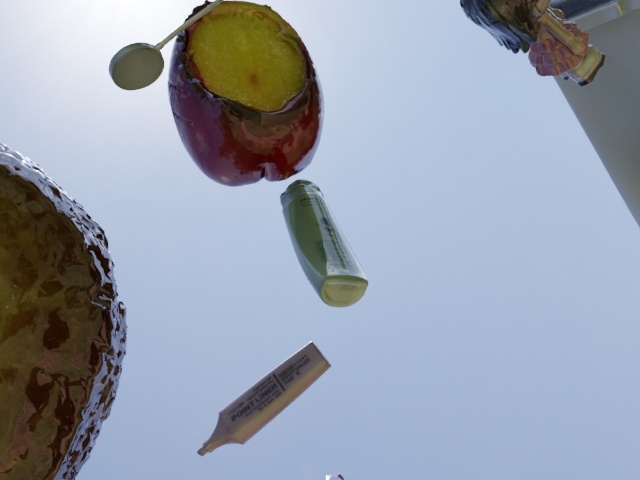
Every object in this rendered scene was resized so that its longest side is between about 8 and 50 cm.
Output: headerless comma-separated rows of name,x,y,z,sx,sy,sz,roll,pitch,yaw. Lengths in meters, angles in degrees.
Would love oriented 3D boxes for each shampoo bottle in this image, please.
shampoo bottle,0.000,0.000,1.113,0.072,0.212,0.049,2,-56,-19

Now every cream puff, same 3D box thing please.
cream puff,-0.271,0.069,0.570,0.303,0.212,0.303,2,-105,-6

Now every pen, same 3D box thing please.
pen,-0.075,0.201,1.142,0.197,0.053,0.032,-40,-35,-1

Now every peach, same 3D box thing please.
peach,-0.092,-0.181,1.121,0.196,0.190,0.226,-48,-49,-66

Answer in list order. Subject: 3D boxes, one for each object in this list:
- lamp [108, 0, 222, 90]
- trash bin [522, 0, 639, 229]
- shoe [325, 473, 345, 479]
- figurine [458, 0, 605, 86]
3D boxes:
lamp,-0.098,-0.187,0.801,0.198,0.056,0.050,-36,-30,11
trash bin,0.476,-0.218,1.216,0.256,0.296,0.367,-35,-78,-39
shoe,-0.038,0.372,1.123,0.245,0.137,0.095,-18,-53,-19
figurine,0.149,-0.151,0.647,0.129,0.072,0.054,37,-83,-33
